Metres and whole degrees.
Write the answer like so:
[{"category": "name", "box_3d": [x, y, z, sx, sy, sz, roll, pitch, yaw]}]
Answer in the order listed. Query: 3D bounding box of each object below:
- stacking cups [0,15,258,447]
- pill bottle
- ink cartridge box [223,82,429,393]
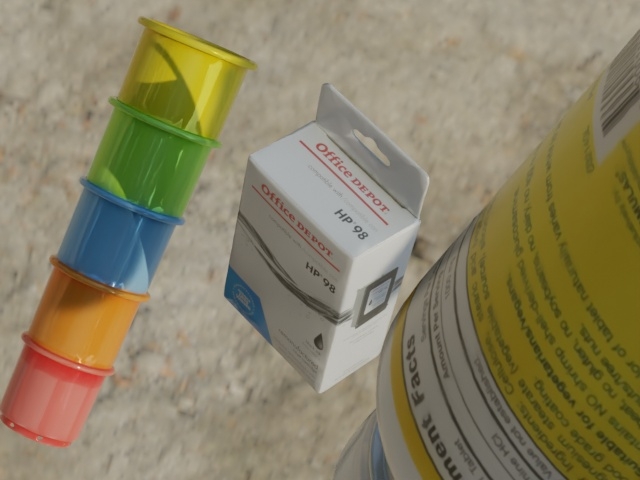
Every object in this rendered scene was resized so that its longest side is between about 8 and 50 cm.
[{"category": "stacking cups", "box_3d": [-0.142, 0.000, 1.307, 0.096, 0.316, 0.096, 20, 5, -2]}, {"category": "pill bottle", "box_3d": [0.140, 0.043, 0.709, 0.188, 0.334, 0.188, 17, 48, -20]}, {"category": "ink cartridge box", "box_3d": [0.000, 0.000, 1.143, 0.060, 0.180, 0.104, -30, 61, -31]}]
